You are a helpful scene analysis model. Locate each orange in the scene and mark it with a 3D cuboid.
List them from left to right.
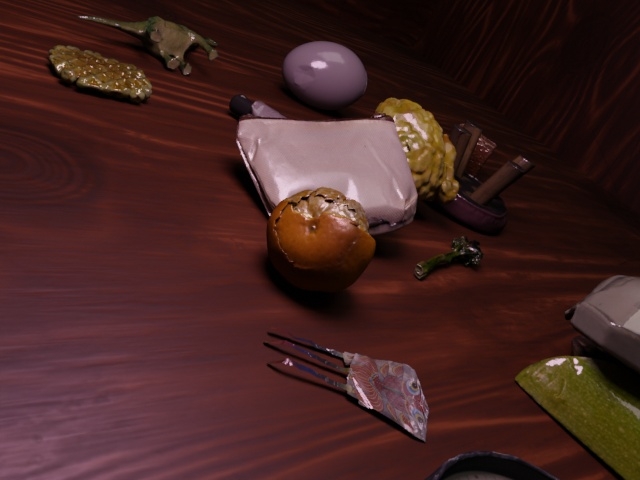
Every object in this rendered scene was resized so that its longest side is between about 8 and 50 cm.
[{"bbox_3d":[0.000,0.000,0.835,0.156,0.156,0.134,37,-14,14],"label":"orange"}]

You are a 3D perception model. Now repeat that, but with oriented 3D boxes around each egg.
[{"bbox_3d":[0.008,-0.441,1.571,0.232,0.176,0.176,9,33,-30],"label":"egg"}]

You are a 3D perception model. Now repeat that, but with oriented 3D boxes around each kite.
[{"bbox_3d":[0.037,0.166,0.721,0.229,0.016,0.127,22,24,-15],"label":"kite"}]

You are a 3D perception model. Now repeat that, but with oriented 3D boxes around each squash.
[{"bbox_3d":[0.469,0.258,0.887,0.203,0.111,0.289,-3,39,-50],"label":"squash"}]

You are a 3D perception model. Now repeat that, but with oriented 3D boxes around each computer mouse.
[{"bbox_3d":[0.557,0.150,0.946,0.429,0.145,0.228,23,10,-45],"label":"computer mouse"}]

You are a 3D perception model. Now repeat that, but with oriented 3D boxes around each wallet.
[{"bbox_3d":[0.026,-0.123,1.038,0.335,0.068,0.275,-5,58,-24],"label":"wallet"}]

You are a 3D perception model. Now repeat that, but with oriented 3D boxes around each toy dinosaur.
[{"bbox_3d":[-0.375,-0.500,1.398,0.447,0.087,0.301,11,32,-45],"label":"toy dinosaur"}]

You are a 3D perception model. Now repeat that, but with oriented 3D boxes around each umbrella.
[{"bbox_3d":[-0.053,-0.203,1.220,0.337,0.067,0.073,36,16,15],"label":"umbrella"}]

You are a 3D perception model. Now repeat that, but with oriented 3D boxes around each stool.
[{"bbox_3d":[0.377,-0.162,1.447,0.272,0.178,0.272,25,27,-13],"label":"stool"}]

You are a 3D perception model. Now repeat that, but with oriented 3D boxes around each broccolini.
[{"bbox_3d":[0.244,0.042,1.138,0.254,0.071,0.057,-21,97,-49],"label":"broccolini"}]

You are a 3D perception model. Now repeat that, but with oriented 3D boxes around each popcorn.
[{"bbox_3d":[0.190,-0.174,1.272,0.251,0.206,0.237,41,12,-2],"label":"popcorn"}]

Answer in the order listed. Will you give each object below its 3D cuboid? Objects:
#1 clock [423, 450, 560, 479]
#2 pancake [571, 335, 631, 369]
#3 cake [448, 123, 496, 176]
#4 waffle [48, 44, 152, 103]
[{"bbox_3d":[0.208,0.336,0.541,0.312,0.061,0.312,24,27,-13],"label":"clock"},{"bbox_3d":[0.567,0.266,1.033,0.294,0.049,0.294,26,25,-13],"label":"pancake"},{"bbox_3d":[0.426,-0.258,1.717,0.135,0.134,0.147,37,34,11],"label":"cake"},{"bbox_3d":[-0.406,-0.313,1.094,0.183,0.036,0.169,8,32,-38],"label":"waffle"}]
